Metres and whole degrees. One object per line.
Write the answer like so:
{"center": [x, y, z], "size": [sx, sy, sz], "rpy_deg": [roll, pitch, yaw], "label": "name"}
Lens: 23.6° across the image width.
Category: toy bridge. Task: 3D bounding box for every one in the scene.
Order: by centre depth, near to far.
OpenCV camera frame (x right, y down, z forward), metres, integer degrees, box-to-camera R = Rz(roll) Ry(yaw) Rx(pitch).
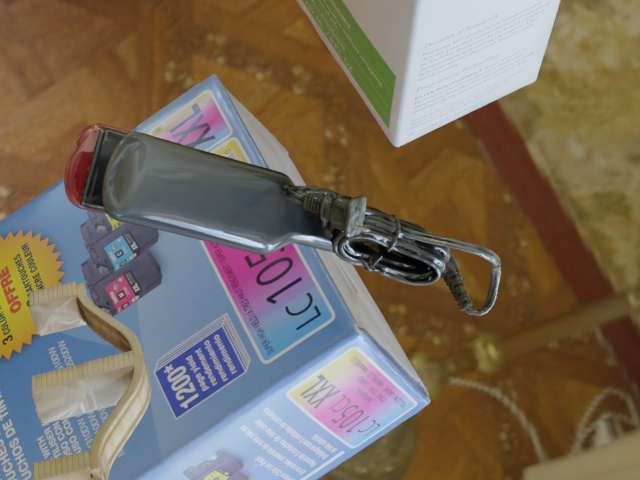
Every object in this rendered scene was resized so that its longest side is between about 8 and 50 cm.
{"center": [-0.126, 0.080, 0.840], "size": [0.188, 0.063, 0.026], "rpy_deg": [-110, -172, -58], "label": "toy bridge"}

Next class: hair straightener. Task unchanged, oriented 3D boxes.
{"center": [0.000, 0.000, 0.710], "size": [0.230, 0.089, 0.047], "rpy_deg": [21, 87, -31], "label": "hair straightener"}

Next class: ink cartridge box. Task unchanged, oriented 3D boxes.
{"center": [-0.158, 0.105, 1.113], "size": [0.151, 0.395, 0.270], "rpy_deg": [45, 12, -52], "label": "ink cartridge box"}

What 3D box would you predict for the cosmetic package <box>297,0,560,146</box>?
{"center": [0.088, -0.261, 1.182], "size": [0.155, 0.365, 0.197], "rpy_deg": [-26, 66, -13], "label": "cosmetic package"}
